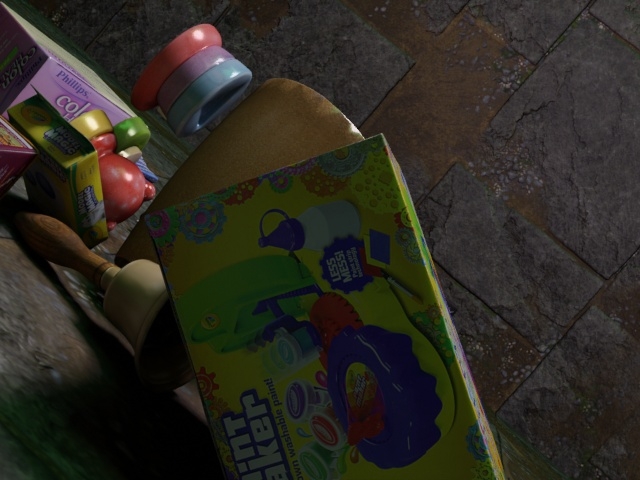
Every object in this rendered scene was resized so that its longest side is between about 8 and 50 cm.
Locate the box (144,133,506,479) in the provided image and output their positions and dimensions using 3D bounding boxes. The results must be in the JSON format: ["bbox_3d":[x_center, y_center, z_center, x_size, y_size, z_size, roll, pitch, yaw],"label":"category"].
[{"bbox_3d":[0.022,0.098,0.740,0.279,0.177,0.289,12,60,-82],"label":"box"}]

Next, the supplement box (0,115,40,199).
[{"bbox_3d":[-0.341,-0.086,0.842,0.104,0.081,0.188,41,3,-3],"label":"supplement box"}]

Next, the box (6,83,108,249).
[{"bbox_3d":[-0.277,-0.074,0.992,0.105,0.043,0.179,42,-32,21],"label":"box"}]

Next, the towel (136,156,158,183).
[{"bbox_3d":[-0.450,-0.232,1.868,0.243,0.040,0.336,38,5,-31],"label":"towel"}]

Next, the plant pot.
[{"bbox_3d":[-0.085,-0.008,1.015,0.237,0.254,0.237,39,-27,24],"label":"plant pot"}]

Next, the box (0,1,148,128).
[{"bbox_3d":[-0.432,-0.239,1.507,0.243,0.117,0.213,43,4,42],"label":"box"}]

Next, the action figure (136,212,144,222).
[{"bbox_3d":[-0.180,-0.040,1.321,0.099,0.185,0.285,44,13,-11],"label":"action figure"}]

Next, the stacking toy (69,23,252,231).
[{"bbox_3d":[-0.221,-0.136,1.295,0.130,0.309,0.279,49,-7,1],"label":"stacking toy"}]

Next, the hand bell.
[{"bbox_3d":[-0.207,0.028,0.885,0.242,0.126,0.126,30,-2,27],"label":"hand bell"}]

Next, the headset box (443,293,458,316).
[{"bbox_3d":[0.081,0.112,1.780,0.293,0.218,0.110,40,3,-27],"label":"headset box"}]
